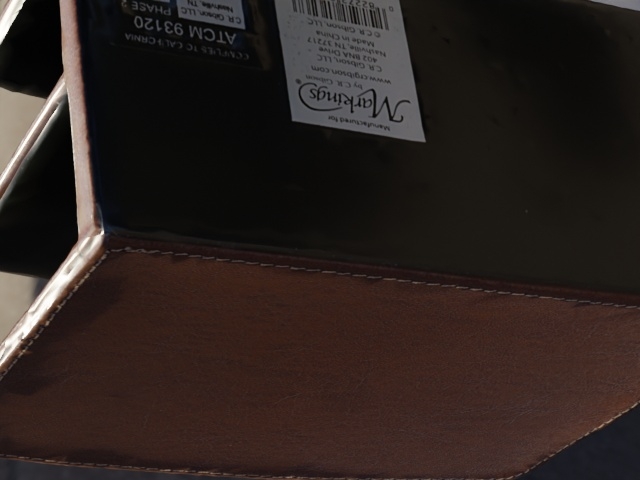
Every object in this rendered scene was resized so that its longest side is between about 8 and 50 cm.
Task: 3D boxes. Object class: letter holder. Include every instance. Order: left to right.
[{"bbox_3d":[0.000,0.000,0.786,0.214,0.302,0.152,-47,44,49],"label":"letter holder"}]

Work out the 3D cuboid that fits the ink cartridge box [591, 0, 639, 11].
[{"bbox_3d":[0.176,-0.156,1.158,0.179,0.145,0.045,-42,37,17],"label":"ink cartridge box"}]
